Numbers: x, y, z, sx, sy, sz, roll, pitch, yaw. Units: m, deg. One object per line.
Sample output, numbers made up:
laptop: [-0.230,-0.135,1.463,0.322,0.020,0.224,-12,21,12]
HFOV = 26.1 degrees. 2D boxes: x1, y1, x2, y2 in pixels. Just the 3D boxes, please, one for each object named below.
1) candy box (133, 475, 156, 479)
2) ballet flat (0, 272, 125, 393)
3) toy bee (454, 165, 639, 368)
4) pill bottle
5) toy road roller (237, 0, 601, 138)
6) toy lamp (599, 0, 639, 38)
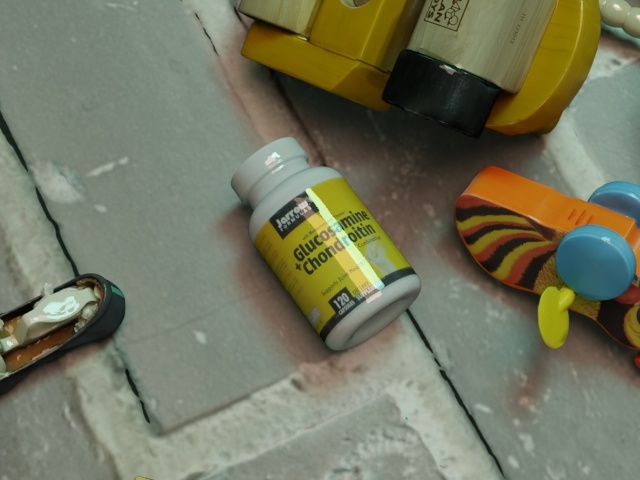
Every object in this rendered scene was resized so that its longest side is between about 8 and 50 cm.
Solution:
candy box: [-0.150,0.294,1.109,0.053,0.109,0.187,13,67,0]
ballet flat: [-0.266,0.085,1.204,0.203,0.074,0.074,-26,73,-13]
toy bee: [0.259,0.043,1.229,0.195,0.162,0.298,-28,41,-30]
pill bottle: [0.000,0.000,1.240,0.103,0.103,0.184,-33,74,-16]
toy road roller: [0.110,-0.207,1.289,0.329,0.240,0.203,27,97,39]
toy lamp: [0.331,-0.209,1.362,0.274,0.080,0.080,25,69,5]
